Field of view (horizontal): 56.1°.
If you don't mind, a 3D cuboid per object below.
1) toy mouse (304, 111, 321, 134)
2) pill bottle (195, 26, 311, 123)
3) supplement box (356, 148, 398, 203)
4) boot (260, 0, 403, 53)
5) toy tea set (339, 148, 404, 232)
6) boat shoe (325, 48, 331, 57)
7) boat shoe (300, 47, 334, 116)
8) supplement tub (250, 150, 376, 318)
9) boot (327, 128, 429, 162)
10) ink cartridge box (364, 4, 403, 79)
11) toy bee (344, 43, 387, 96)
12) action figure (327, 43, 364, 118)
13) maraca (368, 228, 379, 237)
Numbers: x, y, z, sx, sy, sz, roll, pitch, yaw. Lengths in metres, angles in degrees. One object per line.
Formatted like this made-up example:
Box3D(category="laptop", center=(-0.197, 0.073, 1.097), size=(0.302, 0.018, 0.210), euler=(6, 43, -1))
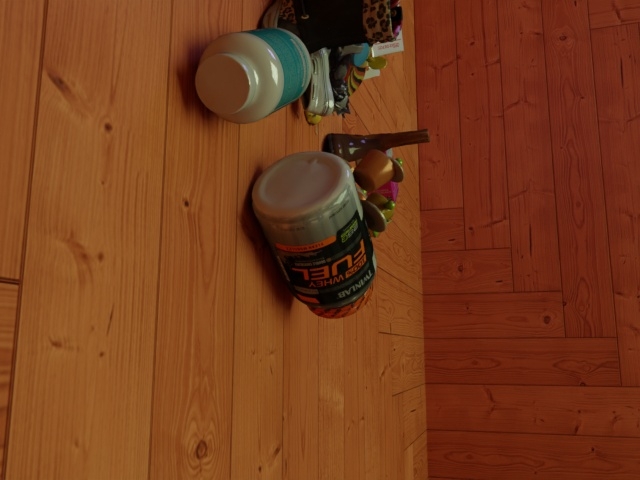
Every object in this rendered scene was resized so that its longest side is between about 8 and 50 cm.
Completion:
Box3D(category="toy mouse", center=(-0.018, -0.375, 1.558), size=(0.161, 0.031, 0.143), euler=(43, 46, -66))
Box3D(category="pill bottle", center=(-0.116, -0.284, 1.028), size=(0.264, 0.146, 0.146), euler=(-56, 139, -64))
Box3D(category="supplement box", center=(0.199, -0.242, 2.107), size=(0.114, 0.111, 0.220), euler=(-68, 149, -53))
Box3D(category="boot", center=(0.039, -0.533, 1.338), size=(0.377, 0.284, 0.138), euler=(-75, 155, -43))
Box3D(category="toy tea set", center=(0.087, -0.122, 1.329), size=(0.124, 0.336, 0.200), euler=(-44, 112, -23))
Box3D(category="boat shoe", center=(0.000, -0.617, 1.592), size=(0.084, 0.095, 0.258), euler=(-115, -166, -52))
Box3D(category="boat shoe", center=(-0.025, -0.409, 1.458), size=(0.076, 0.083, 0.226), euler=(-1, 65, -35))
Box3D(category="supplement tub", center=(0.000, 0.000, 1.251), size=(0.338, 0.207, 0.207), euler=(69, 24, -43))
Box3D(category="boot", center=(0.174, -0.274, 1.739), size=(0.264, 0.281, 0.096), euler=(-15, 101, -73))
Box3D(category="ink cartridge box", center=(0.168, -0.712, 1.974), size=(0.207, 0.119, 0.353), euler=(-30, 118, -45))
Box3D(category="toy bee", center=(0.121, -0.562, 1.718), size=(0.162, 0.195, 0.298), euler=(-32, 166, -36))
Box3D(category="action figure", center=(0.040, -0.444, 1.563), size=(0.285, 0.099, 0.185), euler=(99, -29, -50))
Box3D(category="maraca", center=(0.141, -0.091, 1.926), size=(0.127, 0.099, 0.185), euler=(71, -3, -63))
